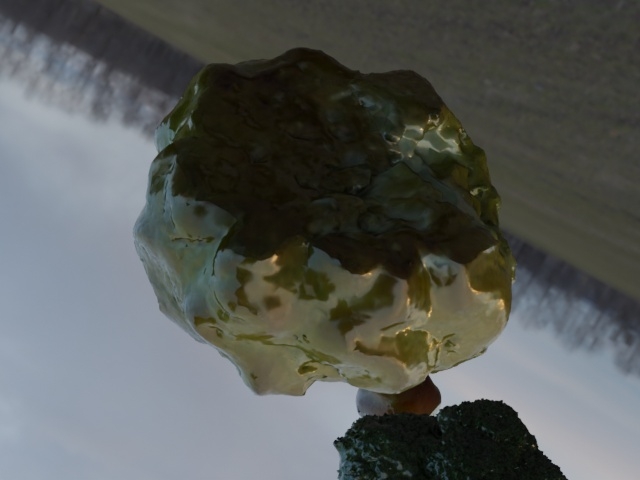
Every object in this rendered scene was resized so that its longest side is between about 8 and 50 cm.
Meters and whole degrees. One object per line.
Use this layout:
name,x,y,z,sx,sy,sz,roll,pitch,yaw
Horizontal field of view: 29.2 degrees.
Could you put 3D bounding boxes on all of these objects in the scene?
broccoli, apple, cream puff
broccoli,0.132,0.330,1.318,0.304,0.321,0.283,18,146,-21
apple,0.098,0.196,1.531,0.099,0.102,0.114,38,165,19
cream puff,0.002,0.001,0.858,0.282,0.185,0.282,8,-137,-7
